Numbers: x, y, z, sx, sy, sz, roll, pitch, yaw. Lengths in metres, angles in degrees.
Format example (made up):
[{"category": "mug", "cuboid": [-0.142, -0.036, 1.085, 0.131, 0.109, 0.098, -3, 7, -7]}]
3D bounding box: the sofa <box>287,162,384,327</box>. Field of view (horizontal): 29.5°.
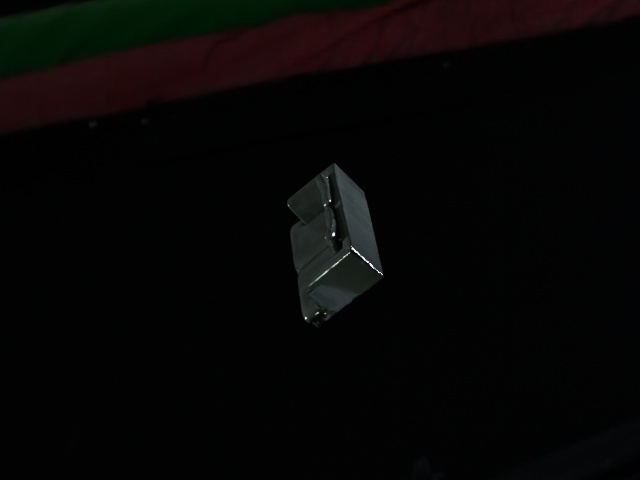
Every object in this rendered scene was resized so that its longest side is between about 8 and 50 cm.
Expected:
[{"category": "sofa", "cuboid": [0.000, 0.000, 1.104, 0.085, 0.060, 0.147, -39, -150, 19]}]
